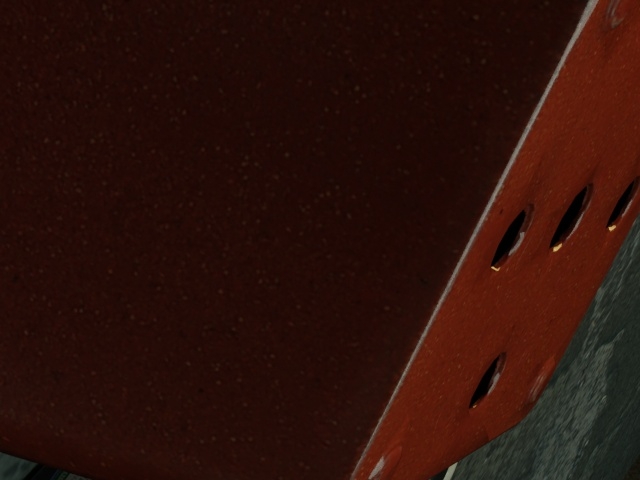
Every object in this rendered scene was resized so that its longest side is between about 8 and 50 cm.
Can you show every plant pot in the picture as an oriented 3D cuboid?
[{"bbox_3d":[-0.020,-0.062,0.533,0.267,0.235,0.267,-64,161,16],"label":"plant pot"}]

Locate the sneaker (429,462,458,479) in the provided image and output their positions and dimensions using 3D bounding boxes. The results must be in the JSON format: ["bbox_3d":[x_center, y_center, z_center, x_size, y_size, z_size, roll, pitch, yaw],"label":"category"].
[{"bbox_3d":[0.031,0.200,1.296,0.235,0.084,0.097,-63,160,11],"label":"sneaker"}]

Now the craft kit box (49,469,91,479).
[{"bbox_3d":[-0.001,0.020,0.803,0.250,0.061,0.246,-54,173,13],"label":"craft kit box"}]

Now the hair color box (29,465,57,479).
[{"bbox_3d":[-0.158,0.288,0.787,0.374,0.185,0.114,-48,159,-30],"label":"hair color box"}]
